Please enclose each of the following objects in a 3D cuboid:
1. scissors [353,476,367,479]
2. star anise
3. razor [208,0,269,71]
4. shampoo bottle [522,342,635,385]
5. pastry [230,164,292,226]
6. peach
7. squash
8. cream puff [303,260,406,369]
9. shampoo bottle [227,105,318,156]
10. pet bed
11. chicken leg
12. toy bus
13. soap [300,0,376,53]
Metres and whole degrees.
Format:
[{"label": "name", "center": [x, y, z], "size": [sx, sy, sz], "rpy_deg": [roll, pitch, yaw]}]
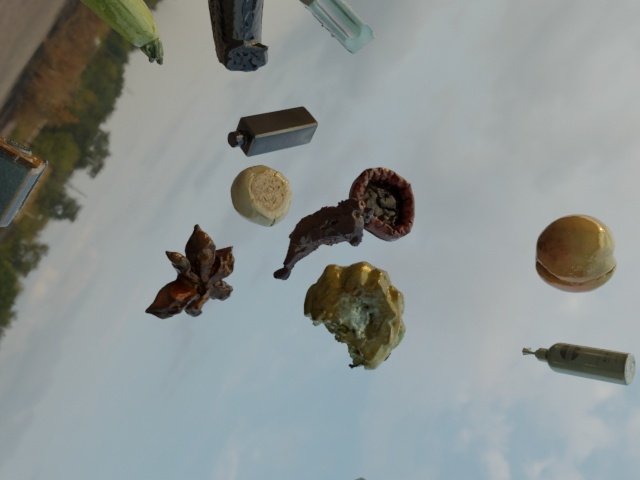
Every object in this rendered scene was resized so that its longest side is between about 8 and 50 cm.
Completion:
[{"label": "scissors", "center": [0.100, 0.567, 1.433], "size": [0.029, 0.193, 0.447], "rpy_deg": [-22, 152, -13]}, {"label": "star anise", "center": [-0.239, 0.083, 1.523], "size": [0.212, 0.111, 0.196], "rpy_deg": [-61, 164, -19]}, {"label": "razor", "center": [-0.151, -0.481, 1.442], "size": [0.189, 0.107, 0.327], "rpy_deg": [-112, -157, -43]}, {"label": "shampoo bottle", "center": [0.438, 0.208, 1.352], "size": [0.195, 0.056, 0.056], "rpy_deg": [4, -122, 40]}, {"label": "pastry", "center": [-0.142, -0.105, 1.873], "size": [0.092, 0.156, 0.156], "rpy_deg": [-37, -154, 53]}, {"label": "peach", "center": [0.569, 0.031, 1.755], "size": [0.184, 0.184, 0.184], "rpy_deg": [-45, -157, 24]}, {"label": "squash", "center": [-0.480, -0.576, 1.977], "size": [0.137, 0.287, 0.137], "rpy_deg": [-35, -149, 25]}, {"label": "cream puff", "center": [0.078, 0.139, 1.584], "size": [0.194, 0.221, 0.195], "rpy_deg": [-42, -179, 1]}, {"label": "shampoo bottle", "center": [-0.126, -0.277, 2.000], "size": [0.246, 0.079, 0.080], "rpy_deg": [-18, 150, -37]}, {"label": "pet bed", "center": [0.161, -0.096, 2.006], "size": [0.053, 0.201, 0.201], "rpy_deg": [-39, -156, 55]}, {"label": "chicken leg", "center": [-0.002, -0.006, 1.371], "size": [0.219, 0.090, 0.048], "rpy_deg": [-27, -177, 13]}, {"label": "toy bus", "center": [-0.756, -0.174, 1.625], "size": [0.162, 0.323, 0.194], "rpy_deg": [-57, -161, 5]}, {"label": "soap", "center": [0.049, -0.610, 2.148], "size": [0.091, 0.230, 0.145], "rpy_deg": [-44, -147, 10]}]
